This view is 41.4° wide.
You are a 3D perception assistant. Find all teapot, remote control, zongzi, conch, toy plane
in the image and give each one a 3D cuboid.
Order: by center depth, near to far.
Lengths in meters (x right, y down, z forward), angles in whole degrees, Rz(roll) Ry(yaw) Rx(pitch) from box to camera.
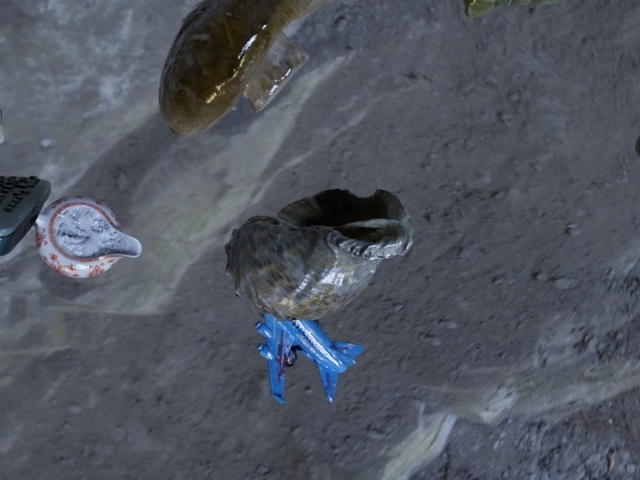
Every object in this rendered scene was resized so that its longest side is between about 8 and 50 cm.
[{"bbox_3d":[0.000,0.000,0.823,0.207,0.130,0.155,-21,49,37],"label":"conch"},{"bbox_3d":[-0.333,-0.033,0.894,0.072,0.222,0.042,4,107,-10],"label":"remote control"},{"bbox_3d":[-0.047,0.140,1.427,0.271,0.254,0.105,41,144,-9],"label":"toy plane"},{"bbox_3d":[0.329,-0.515,1.583,0.094,0.204,0.205,111,146,-53],"label":"zongzi"},{"bbox_3d":[-0.470,-0.011,1.610,0.116,0.245,0.159,-9,68,63],"label":"teapot"}]

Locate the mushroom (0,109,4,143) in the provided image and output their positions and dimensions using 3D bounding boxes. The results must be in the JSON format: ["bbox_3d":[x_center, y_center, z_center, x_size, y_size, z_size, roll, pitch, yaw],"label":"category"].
[{"bbox_3d":[-0.448,-0.146,1.039,0.154,0.122,0.154,-12,74,48],"label":"mushroom"}]

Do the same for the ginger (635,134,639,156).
[{"bbox_3d":[0.720,-0.202,1.544,0.200,0.223,0.269,30,111,2],"label":"ginger"}]

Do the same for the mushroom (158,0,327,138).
[{"bbox_3d":[-0.094,-0.247,1.048,0.156,0.151,0.285,41,87,-12],"label":"mushroom"}]
